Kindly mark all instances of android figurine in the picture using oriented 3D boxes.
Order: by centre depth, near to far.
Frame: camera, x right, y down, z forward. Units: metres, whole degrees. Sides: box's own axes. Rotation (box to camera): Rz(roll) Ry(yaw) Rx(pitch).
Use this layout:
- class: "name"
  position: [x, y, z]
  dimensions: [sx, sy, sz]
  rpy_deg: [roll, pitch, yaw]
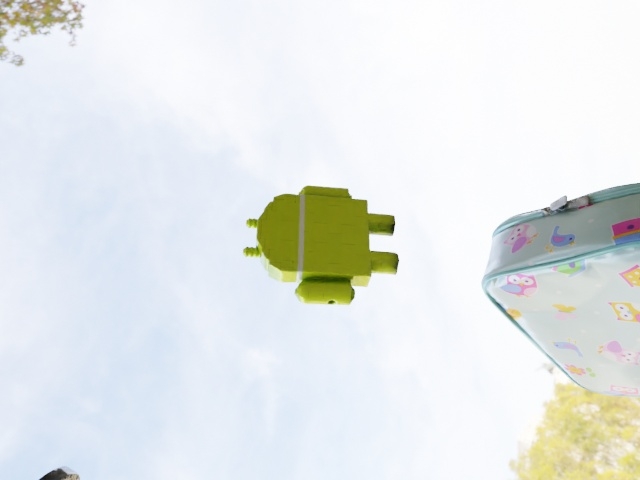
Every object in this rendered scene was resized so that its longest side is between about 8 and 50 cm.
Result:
- class: "android figurine"
  position: [0.000, 0.000, 0.999]
  dimensions: [0.056, 0.273, 0.248]
  rpy_deg: [99, 171, -56]

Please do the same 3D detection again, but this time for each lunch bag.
- class: "lunch bag"
  position: [0.319, 0.064, 0.609]
  dimensions: [0.279, 0.224, 0.108]
  rpy_deg: [43, -125, -24]

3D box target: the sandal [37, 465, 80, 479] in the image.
- class: "sandal"
  position: [-0.427, 0.380, 0.706]
  dimensions: [0.254, 0.054, 0.097]
  rpy_deg: [-40, -26, -29]
